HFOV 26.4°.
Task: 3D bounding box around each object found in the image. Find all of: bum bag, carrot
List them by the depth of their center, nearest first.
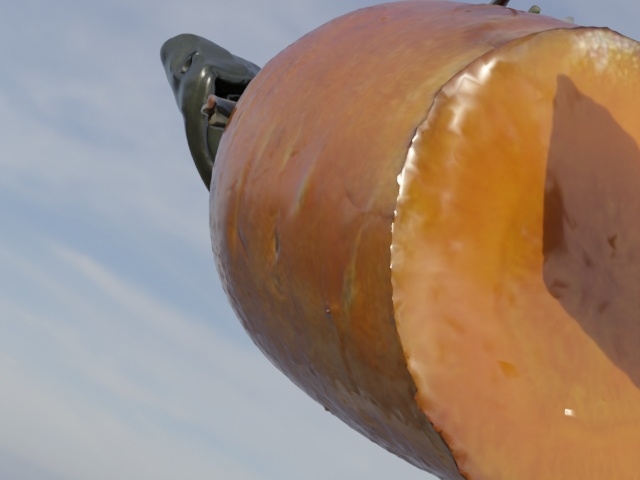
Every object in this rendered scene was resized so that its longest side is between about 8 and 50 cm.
[{"bbox_3d":[0.051,-0.013,0.605,0.193,0.214,0.331,-5,10,-22],"label":"carrot"},{"bbox_3d":[0.000,0.000,0.896,0.080,0.142,0.326,-31,-78,27],"label":"bum bag"}]

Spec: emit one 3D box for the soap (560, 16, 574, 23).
[{"bbox_3d":[0.276,-0.006,1.531,0.435,0.350,0.213,58,9,-44],"label":"soap"}]
